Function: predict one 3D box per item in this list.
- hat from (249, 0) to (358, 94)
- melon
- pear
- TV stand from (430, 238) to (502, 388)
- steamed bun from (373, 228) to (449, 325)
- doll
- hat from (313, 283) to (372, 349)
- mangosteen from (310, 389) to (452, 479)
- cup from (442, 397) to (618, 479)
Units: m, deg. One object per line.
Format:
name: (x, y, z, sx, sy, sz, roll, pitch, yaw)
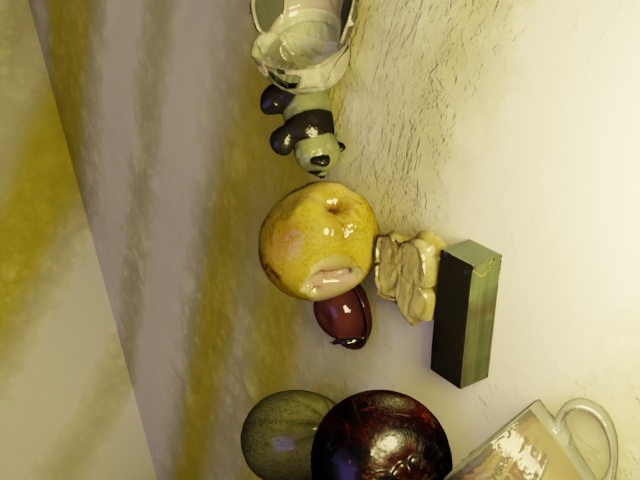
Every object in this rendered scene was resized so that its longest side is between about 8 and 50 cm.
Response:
hat: (-0.022, -0.434, 1.663, 0.232, 0.161, 0.275, 12, 95, 17)
melon: (-0.063, 0.500, 2.064, 0.329, 0.249, 0.248, -29, 80, 47)
pear: (0.000, 0.000, 1.733, 0.271, 0.271, 0.271, 30, 128, 47)
TV stand: (0.273, 0.141, 1.545, 0.088, 0.083, 0.269, 31, 128, 48)
steamed bun: (0.193, 0.070, 1.615, 0.177, 0.106, 0.192, 1, 97, 60)
doll: (-0.034, -0.249, 1.773, 0.135, 0.143, 0.234, -17, 80, 29)
hat: (0.039, 0.165, 1.900, 0.205, 0.089, 0.205, 31, 129, 46)
mangosteen: (0.123, 0.471, 1.729, 0.330, 0.330, 0.330, 30, 128, 47)
cup: (0.405, 0.415, 1.400, 0.257, 0.227, 0.301, 47, 112, 15)
